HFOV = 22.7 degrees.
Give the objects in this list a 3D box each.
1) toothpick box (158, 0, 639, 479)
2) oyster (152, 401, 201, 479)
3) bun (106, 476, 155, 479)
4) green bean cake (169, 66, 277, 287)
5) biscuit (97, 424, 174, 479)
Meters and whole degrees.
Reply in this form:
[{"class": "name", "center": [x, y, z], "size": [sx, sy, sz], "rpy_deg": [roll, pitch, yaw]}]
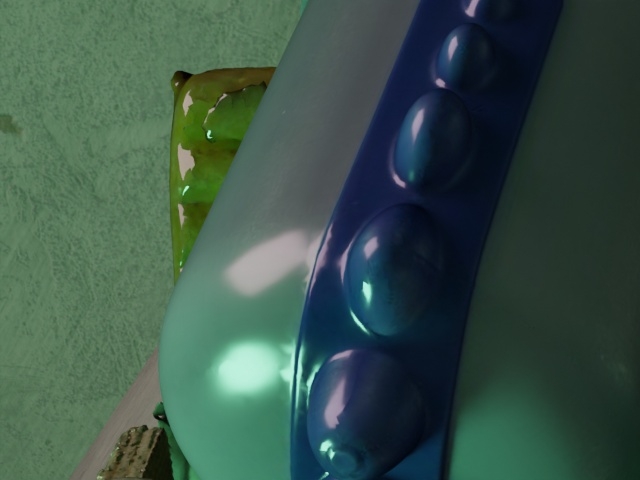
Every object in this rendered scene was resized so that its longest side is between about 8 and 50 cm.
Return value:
[{"class": "toothpick box", "center": [0.060, 0.002, 0.757], "size": [0.263, 0.263, 0.355], "rpy_deg": [-50, 13, 48]}, {"class": "oyster", "center": [-0.055, 0.189, 1.236], "size": [0.199, 0.252, 0.087], "rpy_deg": [16, 57, 41]}, {"class": "bun", "center": [-0.115, 0.301, 0.999], "size": [0.283, 0.179, 0.283], "rpy_deg": [-28, 51, 40]}, {"class": "green bean cake", "center": [0.000, 0.000, 1.350], "size": [0.310, 0.202, 0.285], "rpy_deg": [-2, -91, -81]}, {"class": "biscuit", "center": [-0.133, 0.275, 1.206], "size": [0.147, 0.046, 0.250], "rpy_deg": [-75, -19, -59]}]
